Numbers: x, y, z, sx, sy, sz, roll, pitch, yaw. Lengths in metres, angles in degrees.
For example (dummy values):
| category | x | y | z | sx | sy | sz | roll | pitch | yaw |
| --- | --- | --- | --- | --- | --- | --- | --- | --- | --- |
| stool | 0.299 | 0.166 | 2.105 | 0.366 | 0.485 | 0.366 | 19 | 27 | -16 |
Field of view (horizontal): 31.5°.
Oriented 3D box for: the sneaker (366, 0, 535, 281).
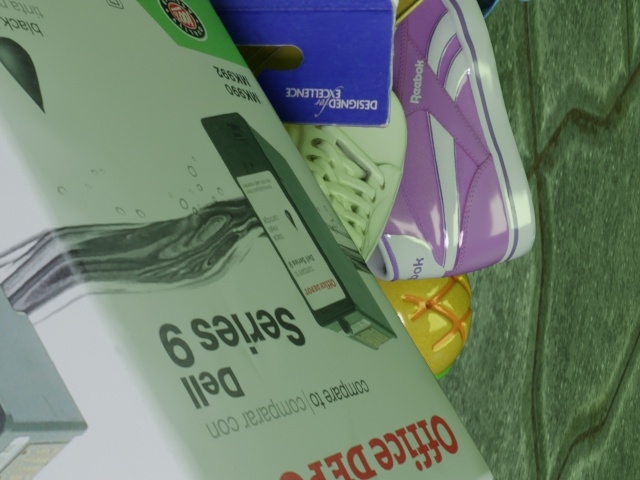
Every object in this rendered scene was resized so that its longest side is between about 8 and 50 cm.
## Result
| category | x | y | z | sx | sy | sz | roll | pitch | yaw |
| --- | --- | --- | --- | --- | --- | --- | --- | --- | --- |
| sneaker | 0.048 | -0.106 | 0.860 | 0.102 | 0.161 | 0.282 | 127 | -52 | -67 |

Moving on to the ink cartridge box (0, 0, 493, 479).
| category | x | y | z | sx | sy | sz | roll | pitch | yaw |
| --- | --- | --- | --- | --- | --- | --- | --- | --- | --- |
| ink cartridge box | -0.079 | 0.017 | 0.447 | 0.289 | 0.121 | 0.211 | 59 | 23 | 13 |

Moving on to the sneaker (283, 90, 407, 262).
| category | x | y | z | sx | sy | sz | roll | pitch | yaw |
| --- | --- | --- | --- | --- | --- | --- | --- | --- | --- |
| sneaker | 0.000 | 0.000 | 0.705 | 0.106 | 0.123 | 0.290 | 40 | 60 | -19 |

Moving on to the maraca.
| category | x | y | z | sx | sy | sz | roll | pitch | yaw |
| --- | --- | --- | --- | --- | --- | --- | --- | --- | --- |
| maraca | 0.064 | 0.025 | 0.924 | 0.127 | 0.099 | 0.185 | 5 | 66 | -56 |

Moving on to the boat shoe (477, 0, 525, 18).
| category | x | y | z | sx | sy | sz | roll | pitch | yaw |
| --- | --- | --- | --- | --- | --- | --- | --- | --- | --- |
| boat shoe | 0.170 | -0.286 | 1.074 | 0.258 | 0.089 | 0.109 | -60 | 144 | -39 |

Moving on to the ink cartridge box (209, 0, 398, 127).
| category | x | y | z | sx | sy | sz | roll | pitch | yaw |
| --- | --- | --- | --- | --- | --- | --- | --- | --- | --- |
| ink cartridge box | -0.042 | -0.246 | 0.571 | 0.069 | 0.176 | 0.371 | -9 | 103 | -62 |

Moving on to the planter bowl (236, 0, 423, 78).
| category | x | y | z | sx | sy | sz | roll | pitch | yaw |
| --- | --- | --- | --- | --- | --- | --- | --- | --- | --- |
| planter bowl | -0.005 | -0.153 | 0.706 | 0.090 | 0.217 | 0.217 | 49 | 41 | -8 |
